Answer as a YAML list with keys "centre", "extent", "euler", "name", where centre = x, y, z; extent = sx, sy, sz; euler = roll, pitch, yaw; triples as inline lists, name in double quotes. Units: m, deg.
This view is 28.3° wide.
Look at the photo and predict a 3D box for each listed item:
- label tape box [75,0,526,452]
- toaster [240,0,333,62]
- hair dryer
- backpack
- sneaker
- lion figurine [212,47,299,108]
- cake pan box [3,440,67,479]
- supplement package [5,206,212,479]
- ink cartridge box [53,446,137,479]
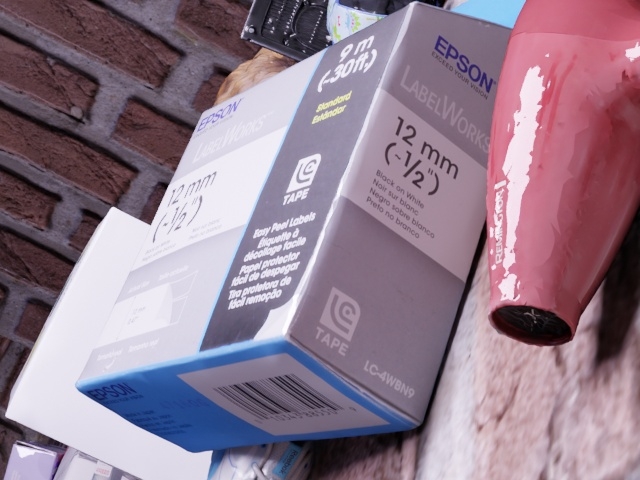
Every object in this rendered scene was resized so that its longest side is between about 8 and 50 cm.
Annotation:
- centre: [0.000, -0.043, 0.836]
  extent: [0.249, 0.115, 0.347]
  euler: [-18, 46, 52]
  name: "label tape box"
- centre: [0.035, -0.251, 1.239]
  extent: [0.110, 0.186, 0.168]
  euler: [-77, 9, -61]
  name: "toaster"
- centre: [0.143, -0.090, 0.511]
  extent: [0.293, 0.080, 0.223]
  euler: [-61, 11, 11]
  name: "hair dryer"
- centre: [0.057, -0.181, 1.124]
  extent: [0.114, 0.105, 0.084]
  euler: [-93, 9, -69]
  name: "backpack"
- centre: [-0.045, 0.166, 0.842]
  extent: [0.083, 0.071, 0.190]
  euler: [-46, 20, 43]
  name: "sneaker"
- centre: [-0.034, -0.193, 1.481]
  extent: [0.240, 0.142, 0.392]
  euler: [-55, 13, 45]
  name: "lion figurine"
- centre: [-0.413, 0.410, 1.794]
  extent: [0.267, 0.070, 0.245]
  euler: [95, -173, -79]
  name: "cake pan box"
- centre: [-0.157, 0.106, 1.177]
  extent: [0.199, 0.198, 0.263]
  euler: [-64, 10, -8]
  name: "supplement package"
- centre: [-0.296, 0.321, 1.633]
  extent: [0.158, 0.092, 0.218]
  euler: [-55, 11, 39]
  name: "ink cartridge box"
